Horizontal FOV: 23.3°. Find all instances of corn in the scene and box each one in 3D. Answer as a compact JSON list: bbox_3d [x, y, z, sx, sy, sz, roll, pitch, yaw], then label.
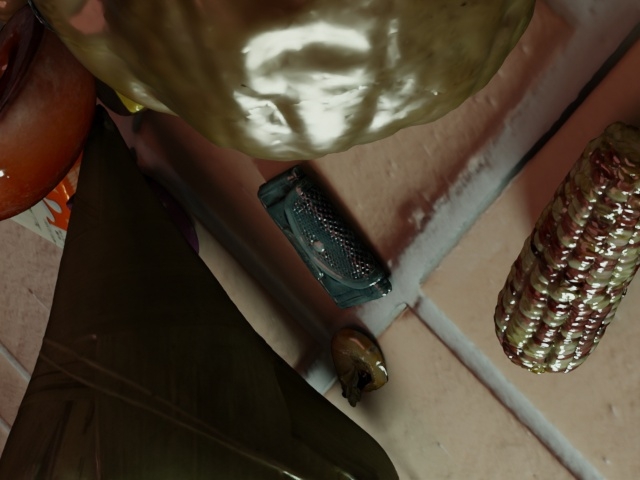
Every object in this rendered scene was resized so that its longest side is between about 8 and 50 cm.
[{"bbox_3d":[0.169,0.009,0.991,0.079,0.079,0.237,41,147,16],"label":"corn"}]

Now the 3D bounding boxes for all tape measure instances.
[{"bbox_3d":[-0.178,-0.007,1.489,0.118,0.074,0.125,57,155,-15],"label":"tape measure"}]

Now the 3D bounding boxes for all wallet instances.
[{"bbox_3d":[0.000,0.000,1.281,0.129,0.026,0.088,53,154,-8],"label":"wallet"}]

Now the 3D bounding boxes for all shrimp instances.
[{"bbox_3d":[0.037,0.119,1.385,0.059,0.023,0.108,22,144,28],"label":"shrimp"}]

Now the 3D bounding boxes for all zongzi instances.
[{"bbox_3d":[-0.043,0.119,1.392,0.447,0.418,0.181,11,177,-11],"label":"zongzi"}]

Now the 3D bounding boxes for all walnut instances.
[{"bbox_3d":[-0.015,-0.200,0.769,0.306,0.306,0.344,34,146,28],"label":"walnut"}]

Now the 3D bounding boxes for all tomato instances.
[{"bbox_3d":[-0.263,-0.085,1.318,0.112,0.199,0.228,31,158,-23],"label":"tomato"}]

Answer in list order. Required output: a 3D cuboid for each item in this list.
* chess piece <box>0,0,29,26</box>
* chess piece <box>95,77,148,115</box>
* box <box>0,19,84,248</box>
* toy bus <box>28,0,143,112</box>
[{"bbox_3d":[-0.271,-0.197,1.404,0.066,0.066,0.122,20,137,45],"label":"chess piece"},{"bbox_3d":[-0.175,-0.147,1.345,0.083,0.038,0.084,36,152,22],"label":"chess piece"},{"bbox_3d":[-0.340,-0.126,1.611,0.265,0.048,0.273,23,144,41],"label":"box"},{"bbox_3d":[-0.177,-0.264,1.112,0.123,0.121,0.335,-14,113,51],"label":"toy bus"}]
